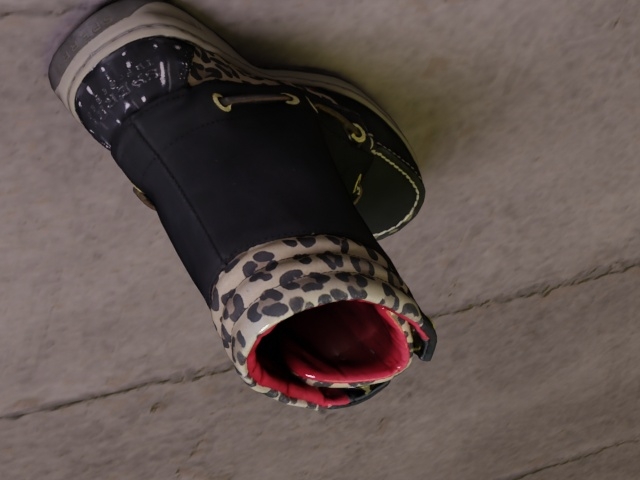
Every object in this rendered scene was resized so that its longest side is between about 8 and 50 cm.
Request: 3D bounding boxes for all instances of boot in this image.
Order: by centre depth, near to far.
[{"bbox_3d":[-0.002,0.001,0.777,0.085,0.178,0.236,-44,145,17],"label":"boot"}]
